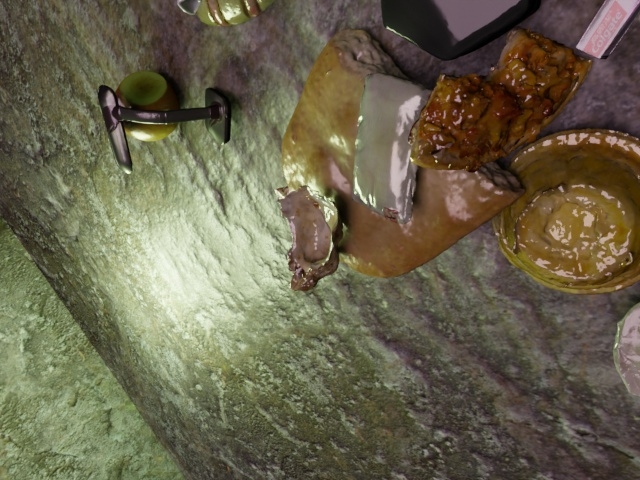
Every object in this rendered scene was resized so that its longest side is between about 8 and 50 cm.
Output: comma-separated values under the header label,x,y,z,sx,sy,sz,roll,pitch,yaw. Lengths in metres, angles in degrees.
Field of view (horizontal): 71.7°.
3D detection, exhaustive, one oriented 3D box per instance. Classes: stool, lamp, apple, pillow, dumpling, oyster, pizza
label,x,y,z,sx,sy,sz,roll,pitch,yaw
stool,0.202,-0.385,0.632,0.232,0.141,0.232,18,125,27
lamp,-0.356,-0.249,1.039,0.124,0.283,0.203,-119,29,-47
apple,-0.437,-0.333,1.117,0.146,0.147,0.163,28,127,19
pillow,0.111,-0.148,0.722,0.128,0.051,0.229,26,124,36
dumpling,0.556,0.163,0.723,0.150,0.092,0.176,39,130,7
oyster,-0.009,0.000,0.910,0.161,0.107,0.233,41,134,40
pizza,0.258,-0.193,0.631,0.161,0.305,0.085,62,177,-33

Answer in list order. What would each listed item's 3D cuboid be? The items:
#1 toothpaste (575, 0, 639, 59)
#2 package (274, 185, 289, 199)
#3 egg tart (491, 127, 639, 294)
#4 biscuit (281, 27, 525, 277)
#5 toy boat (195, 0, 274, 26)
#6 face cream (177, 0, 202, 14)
label,x,y,z,sx,sy,sz,roll,pitch,yaw
toothpaste,0.415,-0.339,0.575,0.047,0.040,0.196,36,131,17
package,-0.069,-0.109,1.061,0.083,0.029,0.059,-19,97,29
egg tart,0.411,-0.030,0.707,0.290,0.115,0.290,16,124,26
biscuit,0.079,-0.131,0.866,0.429,0.104,0.446,52,138,7
toy boat,-0.206,-0.544,0.865,0.293,0.111,0.276,38,139,-1
face cream,-0.116,-0.532,0.703,0.369,0.145,0.145,-34,94,24
